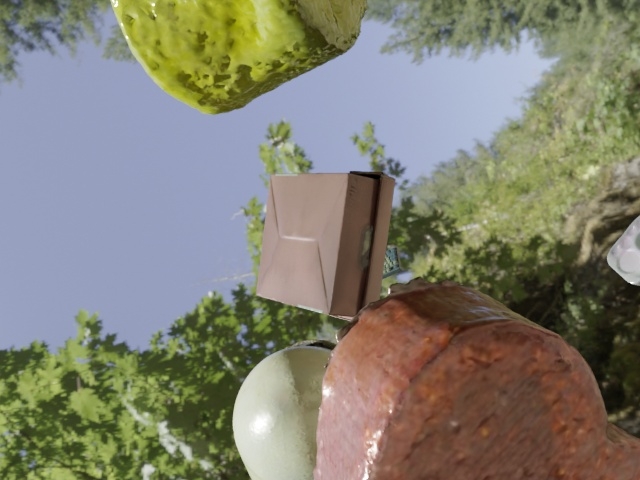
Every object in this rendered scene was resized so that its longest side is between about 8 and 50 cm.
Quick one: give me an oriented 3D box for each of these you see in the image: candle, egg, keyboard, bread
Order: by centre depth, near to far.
[{"bbox_3d":[0.109,0.202,0.489,0.287,0.131,0.317,-43,-69,-4],"label":"candle"},{"bbox_3d":[-0.119,-0.388,1.049,0.348,0.308,0.347,17,-112,-50],"label":"bread"},{"bbox_3d":[-0.057,0.312,1.202,0.264,0.286,0.174,58,-164,25],"label":"egg"},{"bbox_3d":[0.070,0.067,1.280,0.014,0.176,0.055,44,-150,-39],"label":"keyboard"}]

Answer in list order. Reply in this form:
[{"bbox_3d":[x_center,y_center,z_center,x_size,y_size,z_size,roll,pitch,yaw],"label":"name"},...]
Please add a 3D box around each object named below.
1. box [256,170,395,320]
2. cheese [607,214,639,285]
[{"bbox_3d":[0.000,0.000,1.026,0.086,0.215,0.215,8,-90,-37],"label":"box"},{"bbox_3d":[0.217,-0.056,0.354,0.038,0.192,0.097,17,-153,-32],"label":"cheese"}]
